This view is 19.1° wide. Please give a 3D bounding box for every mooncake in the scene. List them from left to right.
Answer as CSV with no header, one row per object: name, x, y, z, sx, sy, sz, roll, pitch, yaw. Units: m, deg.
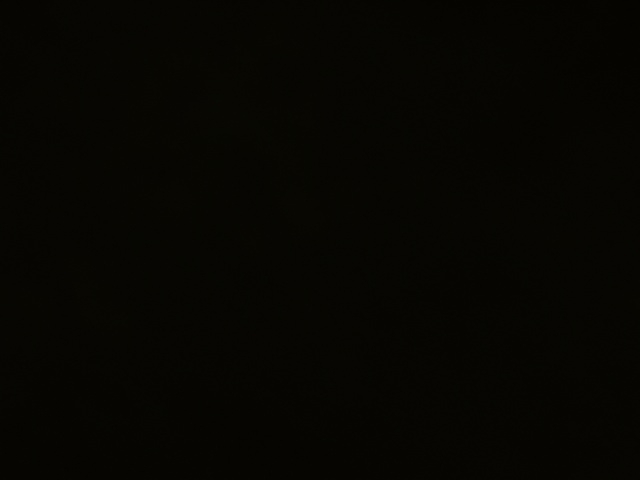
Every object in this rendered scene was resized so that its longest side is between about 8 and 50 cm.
mooncake,-0.007,0.017,0.383,0.306,0.306,0.154,5,-178,5
